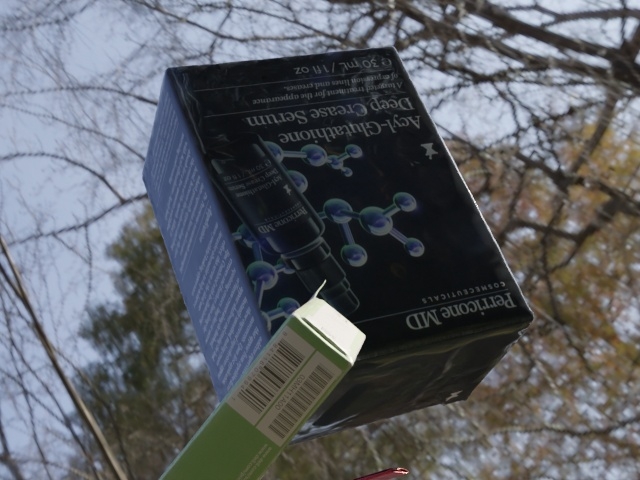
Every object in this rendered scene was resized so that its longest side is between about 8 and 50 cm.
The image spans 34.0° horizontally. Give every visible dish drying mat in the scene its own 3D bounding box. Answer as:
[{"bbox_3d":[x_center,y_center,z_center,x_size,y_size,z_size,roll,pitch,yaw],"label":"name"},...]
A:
[{"bbox_3d":[0.057,0.270,1.186,0.083,0.008,0.032,-26,-29,32],"label":"dish drying mat"}]

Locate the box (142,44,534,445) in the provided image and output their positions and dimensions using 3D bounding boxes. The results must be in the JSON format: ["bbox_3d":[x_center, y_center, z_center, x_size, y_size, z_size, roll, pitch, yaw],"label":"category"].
[{"bbox_3d":[0.000,0.000,1.192,0.293,0.395,0.212,-11,-29,-25],"label":"box"}]

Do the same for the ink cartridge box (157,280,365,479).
[{"bbox_3d":[-0.038,0.117,0.748,0.056,0.235,0.171,38,-84,4],"label":"ink cartridge box"}]
